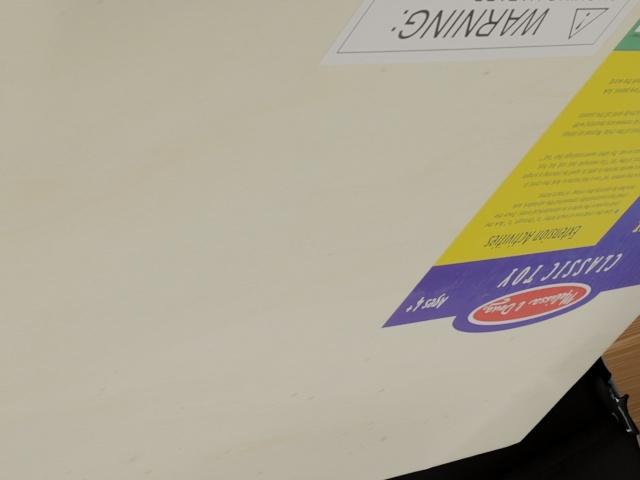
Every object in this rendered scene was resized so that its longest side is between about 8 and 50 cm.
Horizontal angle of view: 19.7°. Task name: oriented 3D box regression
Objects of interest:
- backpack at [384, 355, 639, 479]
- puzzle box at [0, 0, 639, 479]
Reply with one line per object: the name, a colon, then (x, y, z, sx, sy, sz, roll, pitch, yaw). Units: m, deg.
backpack: (0.046, 0.112, 0.884, 0.191, 0.225, 0.253, -28, 176, 38)
puzzle box: (-0.006, -0.008, 0.519, 0.409, 0.052, 0.272, -6, 143, -46)
